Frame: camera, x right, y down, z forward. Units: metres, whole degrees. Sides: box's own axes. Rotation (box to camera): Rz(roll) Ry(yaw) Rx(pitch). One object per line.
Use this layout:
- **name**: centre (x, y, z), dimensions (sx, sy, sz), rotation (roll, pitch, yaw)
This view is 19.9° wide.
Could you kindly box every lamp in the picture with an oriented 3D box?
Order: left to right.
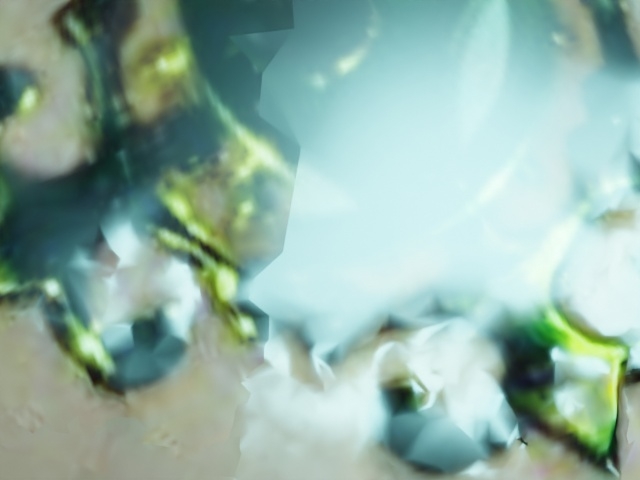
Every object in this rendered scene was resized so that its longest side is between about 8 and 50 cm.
- **lamp**: centre (0.000, 0.000, 0.487), dimensions (0.305, 0.239, 0.305), rotation (2, 71, -6)
